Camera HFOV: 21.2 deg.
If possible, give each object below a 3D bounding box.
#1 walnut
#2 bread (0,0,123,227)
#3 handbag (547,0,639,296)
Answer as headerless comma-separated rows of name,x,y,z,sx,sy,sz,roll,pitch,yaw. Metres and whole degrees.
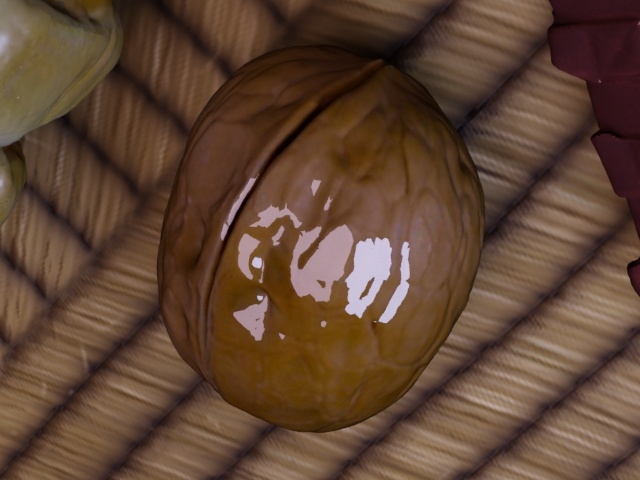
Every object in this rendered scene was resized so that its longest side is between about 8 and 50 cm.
walnut,0.000,0.000,0.881,0.167,0.167,0.207,22,117,11
bread,-0.277,-0.088,0.877,0.300,0.210,0.341,32,93,10
handbag,0.221,-0.042,0.742,0.275,0.084,0.260,2,118,62
